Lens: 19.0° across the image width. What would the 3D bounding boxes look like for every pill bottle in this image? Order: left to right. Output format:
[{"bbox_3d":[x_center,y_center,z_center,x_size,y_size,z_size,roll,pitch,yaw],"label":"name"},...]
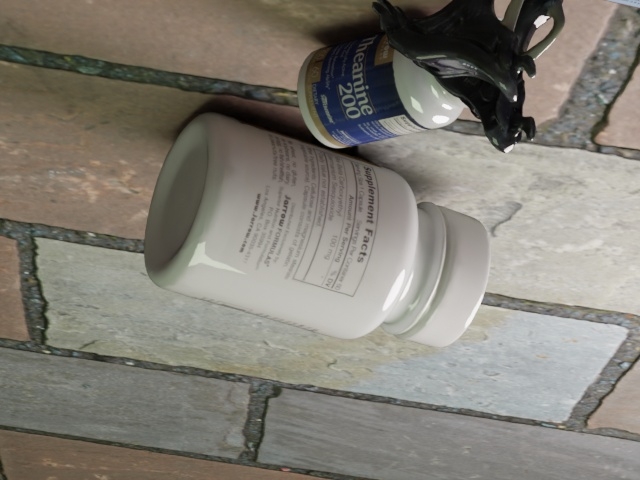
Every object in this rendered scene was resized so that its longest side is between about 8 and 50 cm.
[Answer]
[{"bbox_3d":[0.000,0.000,1.380,0.229,0.131,0.131,17,157,-22],"label":"pill bottle"},{"bbox_3d":[0.050,-0.099,1.198,0.120,0.067,0.067,-10,152,38],"label":"pill bottle"}]

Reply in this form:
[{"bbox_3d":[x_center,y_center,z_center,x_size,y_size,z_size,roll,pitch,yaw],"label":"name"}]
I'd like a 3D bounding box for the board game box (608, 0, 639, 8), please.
[{"bbox_3d":[0.148,-0.177,1.023,0.281,0.027,0.145,11,160,-9],"label":"board game box"}]

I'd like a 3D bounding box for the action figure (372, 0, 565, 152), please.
[{"bbox_3d":[0.142,-0.175,0.854,0.276,0.141,0.164,-42,157,10],"label":"action figure"}]
